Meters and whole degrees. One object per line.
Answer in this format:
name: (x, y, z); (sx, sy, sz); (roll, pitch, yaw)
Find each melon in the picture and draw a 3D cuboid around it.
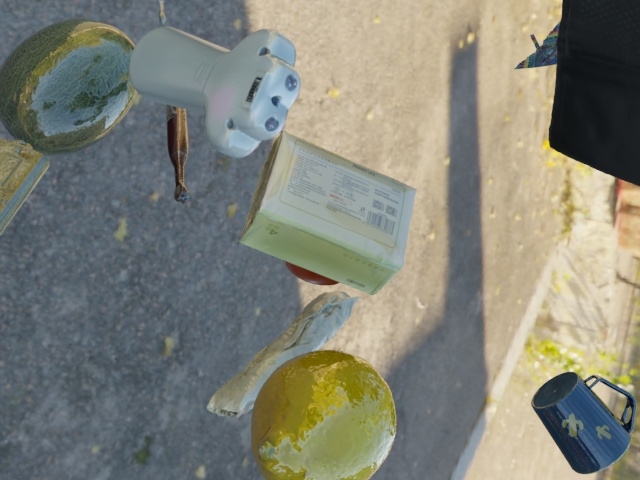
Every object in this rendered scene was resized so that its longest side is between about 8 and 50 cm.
melon: (-0.498, -0.309, 1.597); (0.301, 0.237, 0.238); (-43, 142, -16)

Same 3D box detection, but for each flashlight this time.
flashlight: (-0.085, -0.121, 0.611); (0.047, 0.200, 0.093); (23, 92, -43)

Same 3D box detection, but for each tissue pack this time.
tissue pack: (0.014, -0.038, 1.209); (0.125, 0.234, 0.159); (131, -24, -56)

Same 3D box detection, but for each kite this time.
kite: (0.431, -0.367, 1.556); (0.122, 0.004, 0.090); (-42, 121, 16)

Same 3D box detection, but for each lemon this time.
lemon: (0.002, 0.234, 1.017); (0.244, 0.186, 0.187); (-25, 124, -62)

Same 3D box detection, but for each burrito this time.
burrito: (-0.067, 0.211, 1.528); (0.392, 0.117, 0.076); (-41, 111, -42)

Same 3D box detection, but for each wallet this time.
wallet: (0.371, -0.217, 0.932); (0.041, 0.247, 0.323); (-22, 125, -25)

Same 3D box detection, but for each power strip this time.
power strip: (-0.494, -0.044, 1.157); (0.034, 0.092, 0.268); (110, 1, -52)

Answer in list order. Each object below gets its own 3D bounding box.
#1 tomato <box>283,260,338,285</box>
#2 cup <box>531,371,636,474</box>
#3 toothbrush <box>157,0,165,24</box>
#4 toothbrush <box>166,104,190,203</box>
tomato: (0.000, 0.000, 1.516); (0.167, 0.167, 0.167); (-34, 131, -52)
cup: (0.505, 0.328, 1.520); (0.176, 0.155, 0.131); (-40, -174, -2)
toothbrush: (-0.335, -0.515, 1.677); (0.017, 0.014, 0.194); (93, -11, -49)
toothbrush: (-0.261, -0.182, 1.465); (0.364, 0.040, 0.041); (-106, -178, -50)
